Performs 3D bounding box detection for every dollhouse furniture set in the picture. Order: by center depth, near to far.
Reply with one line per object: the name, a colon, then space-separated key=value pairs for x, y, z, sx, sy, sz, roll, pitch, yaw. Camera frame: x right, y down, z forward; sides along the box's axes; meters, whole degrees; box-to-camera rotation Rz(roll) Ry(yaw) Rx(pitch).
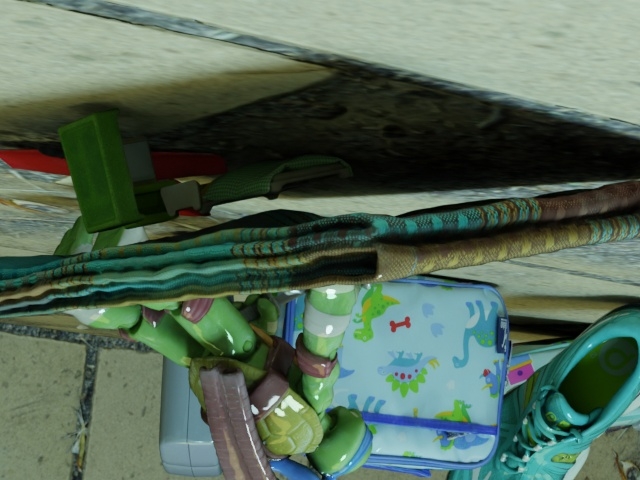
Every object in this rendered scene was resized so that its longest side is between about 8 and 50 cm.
dollhouse furniture set: x=-0.064 y=-0.045 z=0.908 sx=0.151 sy=0.059 sz=0.076 roll=-13 pitch=179 yaw=-40

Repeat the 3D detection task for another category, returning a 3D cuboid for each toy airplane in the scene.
toy airplane: x=-0.118 y=-0.035 z=1.016 sx=0.151 sy=0.028 sz=0.151 roll=5 pitch=173 yaw=1

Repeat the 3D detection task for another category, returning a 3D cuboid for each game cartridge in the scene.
game cartridge: x=-0.106 y=0.108 z=1.494 sx=0.062 sy=0.198 sz=0.297 roll=7 pitch=173 yaw=-1

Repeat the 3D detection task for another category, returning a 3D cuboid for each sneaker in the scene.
sneaker: x=0.204 y=0.159 z=1.520 sx=0.107 sy=0.275 sz=0.110 roll=43 pitch=-168 yaw=13

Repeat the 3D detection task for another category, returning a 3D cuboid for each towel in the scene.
towel: x=0.000 y=0.000 z=0.889 sx=0.271 sy=0.040 sz=0.370 roll=-9 pitch=-179 yaw=-41

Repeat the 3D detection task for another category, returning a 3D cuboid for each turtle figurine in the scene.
turtle figurine: x=-0.047 y=0.035 z=1.247 sx=0.266 sy=0.275 sz=0.198 roll=31 pitch=-173 yaw=-22

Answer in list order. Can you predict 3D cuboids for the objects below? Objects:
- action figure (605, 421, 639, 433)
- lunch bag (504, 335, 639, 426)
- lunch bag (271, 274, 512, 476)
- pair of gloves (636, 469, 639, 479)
action figure: x=0.479 y=0.184 z=2.052 sx=0.285 sy=0.099 sz=0.185 roll=1 pitch=165 yaw=13
lunch bag: x=0.259 y=0.163 z=1.886 sx=0.224 sy=0.108 sz=0.279 roll=-4 pitch=176 yaw=-10
lunch bag: x=0.057 y=0.115 z=1.491 sx=0.219 sy=0.176 sz=0.090 roll=10 pitch=174 yaw=-20
pair of gloves: x=0.473 y=0.205 z=1.838 sx=0.240 sy=0.204 sz=0.042 roll=2 pitch=133 yaw=21
